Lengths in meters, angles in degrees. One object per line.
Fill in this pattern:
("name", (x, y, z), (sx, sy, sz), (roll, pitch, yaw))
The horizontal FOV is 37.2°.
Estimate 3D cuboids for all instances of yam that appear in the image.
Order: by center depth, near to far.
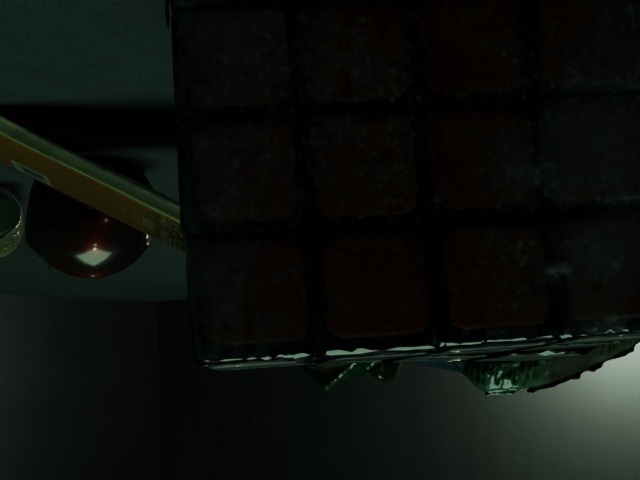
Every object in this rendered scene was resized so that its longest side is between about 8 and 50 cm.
("yam", (-0.570, -0.033, 1.654), (0.107, 0.107, 0.194), (-1, 171, -18))

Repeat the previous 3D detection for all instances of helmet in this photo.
("helmet", (-0.362, -0.037, 1.510), (0.216, 0.193, 0.189), (-32, 173, -5))

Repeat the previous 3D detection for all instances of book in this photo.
("book", (-0.274, -0.054, 1.292), (0.374, 0.028, 0.262), (26, 167, -6))

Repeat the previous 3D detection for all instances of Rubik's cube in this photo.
("Rubik's cube", (0.062, -0.068, 0.799), (0.344, 0.344, 0.337), (-1, 173, -2))

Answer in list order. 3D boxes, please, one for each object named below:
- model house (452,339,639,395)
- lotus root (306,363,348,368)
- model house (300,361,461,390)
("model house", (0.358, 0.011, 1.572), (0.360, 0.339, 0.297), (-15, -148, -18))
("lotus root", (0.012, -0.033, 1.084), (0.250, 0.346, 0.250), (-8, 166, -2))
("model house", (0.141, 0.129, 1.876), (0.382, 0.342, 0.335), (-14, -167, -42))
